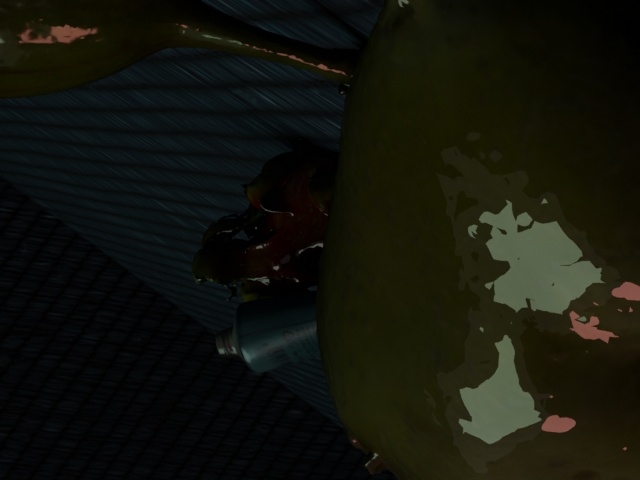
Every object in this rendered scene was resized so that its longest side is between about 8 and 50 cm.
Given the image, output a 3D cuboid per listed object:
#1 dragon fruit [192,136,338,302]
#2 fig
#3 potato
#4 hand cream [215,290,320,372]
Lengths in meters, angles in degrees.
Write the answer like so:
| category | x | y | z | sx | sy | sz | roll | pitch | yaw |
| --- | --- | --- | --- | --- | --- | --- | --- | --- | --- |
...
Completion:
| category | x | y | z | sx | sy | sz | roll | pitch | yaw |
| --- | --- | --- | --- | --- | --- | --- | --- | --- | --- |
| dragon fruit | 0.000 | 0.000 | 1.241 | 0.138 | 0.175 | 0.142 | 57 | -172 | -33 |
| fig | -0.109 | -0.113 | 0.930 | 0.259 | 0.151 | 0.151 | 29 | 170 | 8 |
| potato | 0.100 | 0.014 | 0.652 | 0.202 | 0.218 | 0.351 | -1 | 139 | 22 |
| hand cream | 0.039 | 0.047 | 1.169 | 0.224 | 0.048 | 0.083 | -11 | 155 | 11 |
